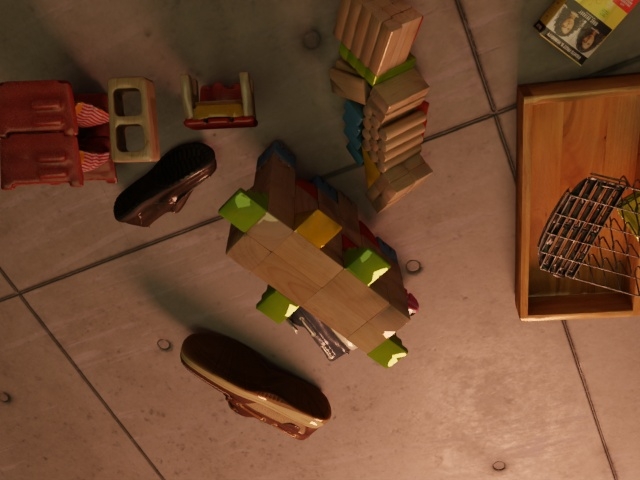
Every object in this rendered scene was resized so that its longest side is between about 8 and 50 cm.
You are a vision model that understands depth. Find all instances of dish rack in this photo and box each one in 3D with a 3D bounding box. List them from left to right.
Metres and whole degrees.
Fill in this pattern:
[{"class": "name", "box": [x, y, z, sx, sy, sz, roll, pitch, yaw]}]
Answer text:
[{"class": "dish rack", "box": [0.480, -0.005, 0.968, 0.271, 0.074, 0.208, 15, 127, 2]}]

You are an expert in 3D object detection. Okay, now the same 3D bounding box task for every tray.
[{"class": "tray", "box": [0.431, -0.057, 1.044, 0.202, 0.076, 0.411, -4, 119, 9]}]

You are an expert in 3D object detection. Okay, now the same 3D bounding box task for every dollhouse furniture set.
[{"class": "dollhouse furniture set", "box": [-0.280, -0.165, 0.985, 0.374, 0.201, 0.152, -2, 97, 0]}]

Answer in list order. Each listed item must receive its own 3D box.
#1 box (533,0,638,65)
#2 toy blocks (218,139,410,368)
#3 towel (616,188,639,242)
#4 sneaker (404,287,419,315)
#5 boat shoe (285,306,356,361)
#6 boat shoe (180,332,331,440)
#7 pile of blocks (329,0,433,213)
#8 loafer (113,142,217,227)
[{"class": "box", "box": [0.411, -0.366, 0.879, 0.087, 0.058, 0.232, 33, 117, -11]}, {"class": "toy blocks", "box": [0.000, 0.000, 1.035, 0.381, 0.261, 0.190, 38, 115, -22]}, {"class": "towel", "box": [0.577, -0.075, 0.948, 0.237, 0.021, 0.102, -32, 110, 29]}, {"class": "sneaker", "box": [0.098, 0.116, 1.188, 0.170, 0.063, 0.075, 15, 120, 4]}, {"class": "boat shoe", "box": [-0.028, 0.133, 1.197, 0.079, 0.095, 0.254, -36, 119, 11]}, {"class": "boat shoe", "box": [-0.147, 0.313, 1.298, 0.342, 0.123, 0.123, 29, 117, -17]}, {"class": "pile of blocks", "box": [0.106, -0.221, 0.988, 0.112, 0.149, 0.362, -29, 133, -26]}, {"class": "loafer", "box": [-0.263, -0.094, 1.114, 0.220, 0.080, 0.078, -28, 145, 19]}]
